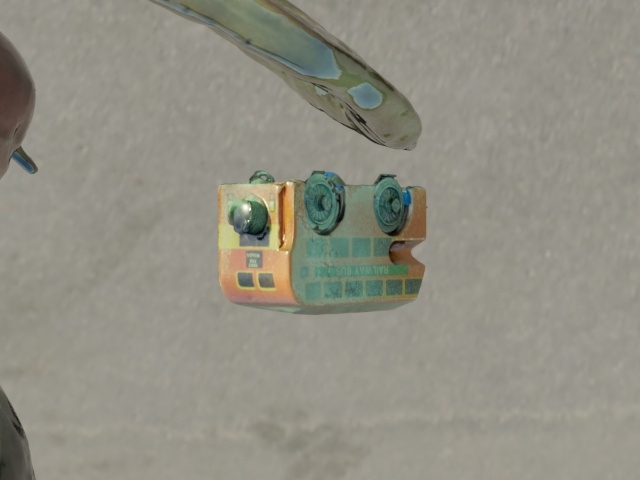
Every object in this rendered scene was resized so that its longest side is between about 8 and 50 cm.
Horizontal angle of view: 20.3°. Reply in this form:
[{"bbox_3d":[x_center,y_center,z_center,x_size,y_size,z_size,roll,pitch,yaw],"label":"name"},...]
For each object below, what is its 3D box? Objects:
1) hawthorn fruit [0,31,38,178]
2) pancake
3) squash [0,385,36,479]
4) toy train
[{"bbox_3d":[-0.315,-0.101,1.293,0.261,0.224,0.224,11,145,-36],"label":"hawthorn fruit"},{"bbox_3d":[-0.068,-0.107,0.679,0.250,0.250,0.031,30,95,-11],"label":"pancake"},{"bbox_3d":[-0.192,0.092,0.593,0.193,0.156,0.193,10,146,7],"label":"squash"},{"bbox_3d":[0.000,0.000,1.251,0.072,0.188,0.099,5,94,37],"label":"toy train"}]
